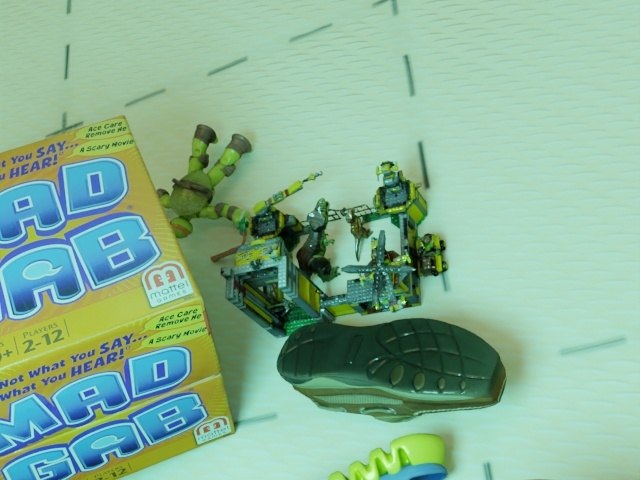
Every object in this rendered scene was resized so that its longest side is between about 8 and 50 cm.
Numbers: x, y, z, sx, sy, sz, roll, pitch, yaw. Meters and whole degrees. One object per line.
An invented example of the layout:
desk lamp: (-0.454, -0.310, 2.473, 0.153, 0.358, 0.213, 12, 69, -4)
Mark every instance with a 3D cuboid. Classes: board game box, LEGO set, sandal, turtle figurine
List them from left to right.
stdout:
board game box: (-0.362, 0.112, 1.299, 0.356, 0.356, 0.356, -20, 53, -12)
turtle figurine: (-0.219, -0.090, 1.568, 0.270, 0.087, 0.217, 11, 70, 31)
LEGO set: (0.000, 0.000, 1.342, 0.331, 0.192, 0.255, -5, 62, 25)
sandal: (0.034, 0.370, 1.173, 0.317, 0.126, 0.138, -31, 58, 11)

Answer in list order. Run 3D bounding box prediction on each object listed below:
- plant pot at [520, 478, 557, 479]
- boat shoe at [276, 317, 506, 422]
plant pot: (0.242, 0.410, 0.958, 0.275, 0.243, 0.275, -11, 58, 18)
boat shoe: (0.097, 0.182, 1.242, 0.324, 0.120, 0.122, 2, 46, 35)
